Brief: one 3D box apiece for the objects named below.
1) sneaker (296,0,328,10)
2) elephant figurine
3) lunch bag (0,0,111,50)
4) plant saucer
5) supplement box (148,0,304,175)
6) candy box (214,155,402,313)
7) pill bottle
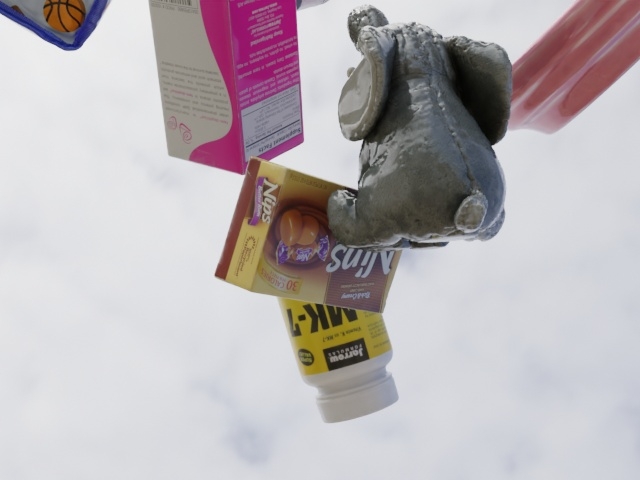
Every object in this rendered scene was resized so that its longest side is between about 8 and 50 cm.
[{"bbox_3d":[-0.093,-0.334,1.265,0.258,0.091,0.094,17,-55,44],"label":"sneaker"},{"bbox_3d":[0.075,-0.115,0.851,0.186,0.169,0.240,-7,-96,32],"label":"elephant figurine"},{"bbox_3d":[-0.430,-0.423,1.303,0.385,0.328,0.239,30,-82,-17],"label":"lunch bag"},{"bbox_3d":[0.300,-0.224,1.040,0.084,0.332,0.332,45,-56,1],"label":"plant saucer"},{"bbox_3d":[-0.097,-0.194,1.053,0.111,0.114,0.220,17,-58,33],"label":"supplement box"},{"bbox_3d":[0.000,0.000,0.906,0.053,0.186,0.109,20,-86,42],"label":"candy box"},{"bbox_3d":[0.020,0.108,1.239,0.119,0.119,0.209,-18,-91,28],"label":"pill bottle"}]
